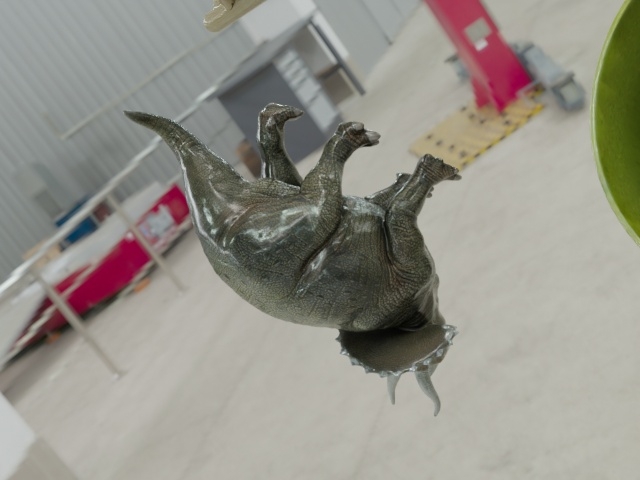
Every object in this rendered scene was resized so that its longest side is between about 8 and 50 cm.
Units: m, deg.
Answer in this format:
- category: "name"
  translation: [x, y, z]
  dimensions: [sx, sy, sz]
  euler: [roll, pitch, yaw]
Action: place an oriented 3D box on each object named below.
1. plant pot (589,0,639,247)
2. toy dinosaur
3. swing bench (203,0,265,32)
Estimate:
- category: "plant pot"
  translation: [0.380, -0.070, 0.799]
  dimensions: [0.275, 0.275, 0.293]
  euler: [-28, -25, 31]
- category: "toy dinosaur"
  translation: [0.000, 0.000, 0.797]
  dimensions: [0.160, 0.313, 0.121]
  euler: [-67, 21, -9]
- category: "swing bench"
  translation: [-0.017, -0.340, 0.893]
  dimensions: [0.255, 0.165, 0.253]
  euler: [-14, 62, 22]
